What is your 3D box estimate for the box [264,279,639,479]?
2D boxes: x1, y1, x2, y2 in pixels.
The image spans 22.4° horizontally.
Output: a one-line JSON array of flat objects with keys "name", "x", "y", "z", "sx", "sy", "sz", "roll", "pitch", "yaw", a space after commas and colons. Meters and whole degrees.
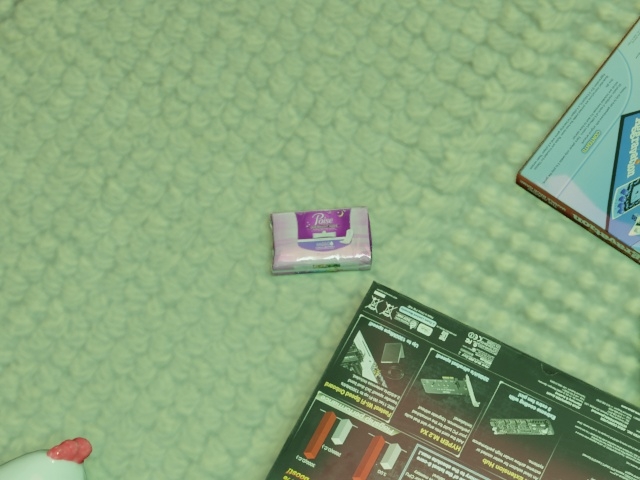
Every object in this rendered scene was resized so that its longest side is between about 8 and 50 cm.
[{"name": "box", "x": 0.120, "y": 0.204, "z": 1.205, "sx": 0.307, "sy": 0.076, "sz": 0.242, "roll": 25, "pitch": 72, "yaw": 12}]

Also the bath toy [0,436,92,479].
[{"name": "bath toy", "x": -0.127, "y": 0.274, "z": 1.160, "sx": 0.348, "sy": 0.151, "sz": 0.129, "roll": 41, "pitch": 88, "yaw": 24}]

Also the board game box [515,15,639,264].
[{"name": "board game box", "x": 0.303, "y": -0.116, "z": 1.348, "sx": 0.145, "sy": 0.027, "sz": 0.281, "roll": 35, "pitch": 74, "yaw": 17}]

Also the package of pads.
[{"name": "package of pads", "x": 0.000, "y": 0.000, "z": 1.316, "sx": 0.083, "sy": 0.032, "sz": 0.050, "roll": -4, "pitch": 70, "yaw": 2}]
